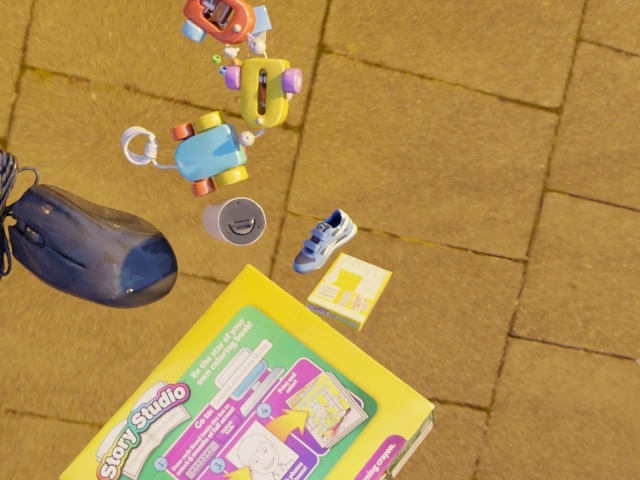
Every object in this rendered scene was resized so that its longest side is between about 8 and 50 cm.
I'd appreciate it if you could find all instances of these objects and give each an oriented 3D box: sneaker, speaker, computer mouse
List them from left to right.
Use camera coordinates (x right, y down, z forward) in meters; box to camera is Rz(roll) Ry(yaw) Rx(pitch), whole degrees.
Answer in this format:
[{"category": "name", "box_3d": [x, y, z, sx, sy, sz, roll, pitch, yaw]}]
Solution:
[{"category": "computer mouse", "box_3d": [-0.310, 0.014, 1.123, 0.272, 0.072, 0.188, 17, 110, 6]}, {"category": "speaker", "box_3d": [-0.104, -0.023, 1.083, 0.055, 0.136, 0.055, -1, 92, -14]}, {"category": "sneaker", "box_3d": [0.000, 0.000, 1.656, 0.144, 0.053, 0.059, -45, 137, -17]}]

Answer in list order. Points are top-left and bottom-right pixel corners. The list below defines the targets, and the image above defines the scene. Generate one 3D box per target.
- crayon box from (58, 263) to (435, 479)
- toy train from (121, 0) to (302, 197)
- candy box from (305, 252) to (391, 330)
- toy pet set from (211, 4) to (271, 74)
[{"category": "crayon box", "box_3d": [-0.088, 0.264, 1.160, 0.313, 0.106, 0.363, 36, 74, 21]}, {"category": "toy train", "box_3d": [-0.080, -0.118, 0.717, 0.125, 0.046, 0.166, 33, 108, 9]}, {"category": "candy box", "box_3d": [0.053, 0.088, 1.657, 0.105, 0.206, 0.027, 24, 118, 9]}, {"category": "toy pet set", "box_3d": [-0.145, -0.364, 1.603, 0.114, 0.065, 0.122, -20, 57, -19]}]
